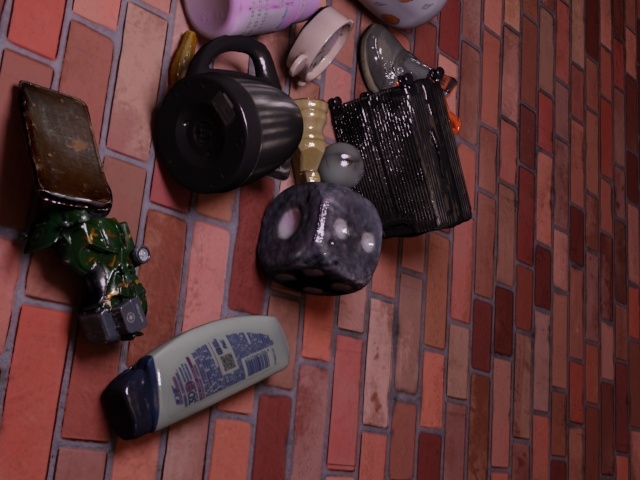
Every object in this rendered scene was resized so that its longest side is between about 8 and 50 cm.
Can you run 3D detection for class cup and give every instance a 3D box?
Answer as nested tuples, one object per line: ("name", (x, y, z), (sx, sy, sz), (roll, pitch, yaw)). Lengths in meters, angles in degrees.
("cup", (0.140, -0.618, 1.905), (0.317, 0.212, 0.212), (32, 61, -41))

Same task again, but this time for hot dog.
("hot dog", (-0.251, -0.322, 1.565), (0.044, 0.028, 0.137), (48, 49, -64))

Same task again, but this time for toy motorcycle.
("toy motorcycle", (-0.354, 0.038, 1.327), (0.187, 0.124, 0.275), (-31, 106, -55))

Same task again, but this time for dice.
("dice", (0.000, 0.000, 1.664), (0.183, 0.182, 0.181), (27, 65, -40))

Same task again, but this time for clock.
("clock", (-0.006, -0.399, 1.752), (0.063, 0.156, 0.229), (41, 51, 6))

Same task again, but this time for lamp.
("lamp", (0.040, -0.152, 1.790), (0.105, 0.105, 0.105), (10, 76, -46))

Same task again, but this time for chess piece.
("chess piece", (-0.027, -0.179, 1.737), (0.090, 0.090, 0.200), (6, 81, -46))

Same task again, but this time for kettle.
("kettle", (-0.145, -0.216, 1.563), (0.251, 0.207, 0.271), (51, 32, 15))

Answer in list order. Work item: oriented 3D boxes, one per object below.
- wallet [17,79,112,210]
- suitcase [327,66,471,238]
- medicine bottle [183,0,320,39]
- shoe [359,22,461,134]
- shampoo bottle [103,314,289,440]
("wallet", (-0.392, -0.142, 1.307), (0.122, 0.031, 0.232), (12, 44, -41))
("suitcase", (0.176, -0.175, 1.847), (0.152, 0.229, 0.335), (-20, 97, -46))
("medicine bottle", (-0.124, -0.467, 1.637), (0.254, 0.152, 0.152), (-25, 102, -45))
("shoe", (0.223, -0.355, 1.972), (0.336, 0.171, 0.132), (56, 49, -25))
("shampoo bottle", (-0.207, 0.218, 1.482), (0.359, 0.078, 0.134), (-19, 93, -47))
